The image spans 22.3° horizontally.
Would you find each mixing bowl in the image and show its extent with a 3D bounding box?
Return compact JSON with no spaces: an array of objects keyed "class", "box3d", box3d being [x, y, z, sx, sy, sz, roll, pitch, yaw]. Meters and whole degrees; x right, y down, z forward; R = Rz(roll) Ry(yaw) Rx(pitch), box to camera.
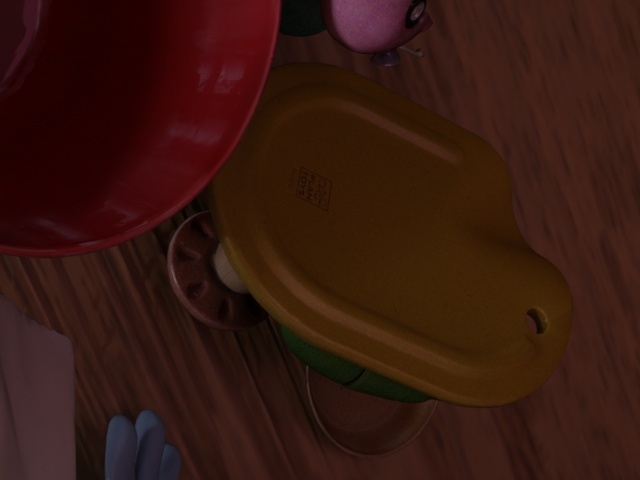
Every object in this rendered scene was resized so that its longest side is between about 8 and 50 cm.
[{"class":"mixing bowl","box3d":[-0.114,-0.088,0.546,0.181,0.098,0.181,-3,95,-39]}]

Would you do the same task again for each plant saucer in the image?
[{"class":"plant saucer","box3d":[0.022,0.055,0.725,0.083,0.015,0.083,-2,93,-40]}]

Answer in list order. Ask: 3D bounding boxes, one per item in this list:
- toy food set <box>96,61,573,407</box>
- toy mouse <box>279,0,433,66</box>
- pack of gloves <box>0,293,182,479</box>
[{"class":"toy food set","box3d":[0.000,0.000,0.666,0.218,0.071,0.128,26,55,-24]},{"class":"toy mouse","box3d":[-0.004,-0.097,0.632,0.031,0.161,0.143,-55,138,-3]},{"class":"pack of gloves","box3d":[-0.057,0.140,0.544,0.195,0.046,0.232,59,20,-58]}]
